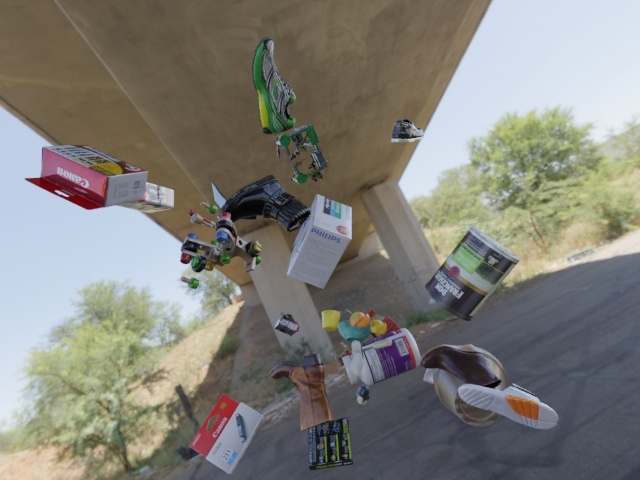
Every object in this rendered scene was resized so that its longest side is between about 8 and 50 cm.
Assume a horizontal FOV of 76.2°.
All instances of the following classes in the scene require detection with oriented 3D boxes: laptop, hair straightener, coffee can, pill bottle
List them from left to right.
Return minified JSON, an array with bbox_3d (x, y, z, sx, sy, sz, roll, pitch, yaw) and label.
[{"bbox_3d":[-0.528,-0.240,2.515,0.264,0.136,0.234,0,-24,-8],"label":"laptop"},{"bbox_3d":[-0.194,0.481,2.424,0.089,0.047,0.230,6,-29,18],"label":"hair straightener"},{"bbox_3d":[0.268,0.525,1.817,0.323,0.181,0.181,-19,-10,-4],"label":"pill bottle"},{"bbox_3d":[0.539,0.118,1.463,0.275,0.201,0.201,-57,-21,17],"label":"coffee can"}]

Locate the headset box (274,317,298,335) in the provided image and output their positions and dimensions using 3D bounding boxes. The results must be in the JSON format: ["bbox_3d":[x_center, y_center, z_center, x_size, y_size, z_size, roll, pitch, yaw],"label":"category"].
[{"bbox_3d":[-0.125,0.329,1.545,0.062,0.083,0.032,-52,15,56],"label":"headset box"}]

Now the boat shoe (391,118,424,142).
[{"bbox_3d":[0.317,-0.392,1.452,0.084,0.079,0.233,5,17,29],"label":"boat shoe"}]

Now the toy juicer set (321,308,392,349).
[{"bbox_3d":[0.163,0.332,1.540,0.209,0.089,0.329,-14,-38,28],"label":"toy juicer set"}]

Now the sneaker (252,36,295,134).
[{"bbox_3d":[-0.169,-0.586,1.556,0.146,0.343,0.134,-4,29,8],"label":"sneaker"}]

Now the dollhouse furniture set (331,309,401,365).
[{"bbox_3d":[0.265,0.587,2.315,0.374,0.152,0.201,-45,16,-12],"label":"dollhouse furniture set"}]

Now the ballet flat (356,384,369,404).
[{"bbox_3d":[0.212,0.794,2.079,0.074,0.074,0.203,-23,-32,-10],"label":"ballet flat"}]

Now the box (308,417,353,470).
[{"bbox_3d":[0.039,0.855,1.722,0.184,0.045,0.190,-10,33,4],"label":"box"}]

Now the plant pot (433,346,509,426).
[{"bbox_3d":[0.658,0.647,1.751,0.323,0.323,0.280,-27,-5,12],"label":"plant pot"}]

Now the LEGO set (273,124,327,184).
[{"bbox_3d":[-0.116,-0.474,2.214,0.255,0.331,0.192,-38,26,-11],"label":"LEGO set"}]

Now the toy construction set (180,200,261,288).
[{"bbox_3d":[-0.350,0.015,1.480,0.257,0.309,0.237,-45,-48,14],"label":"toy construction set"}]

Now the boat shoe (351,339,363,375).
[{"bbox_3d":[0.137,0.432,1.506,0.046,0.125,0.038,-10,-15,15],"label":"boat shoe"}]

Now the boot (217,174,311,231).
[{"bbox_3d":[-0.230,-0.118,1.733,0.348,0.260,0.131,-38,-12,-31],"label":"boot"}]

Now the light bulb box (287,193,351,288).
[{"bbox_3d":[0.000,0.000,2.263,0.358,0.225,0.361,-83,17,-57],"label":"light bulb box"}]

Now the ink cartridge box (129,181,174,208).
[{"bbox_3d":[-0.857,-0.211,1.975,0.172,0.100,0.237,-7,-9,24],"label":"ink cartridge box"}]

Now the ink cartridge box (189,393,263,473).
[{"bbox_3d":[-0.471,0.950,2.034,0.296,0.261,0.066,-57,-17,-30],"label":"ink cartridge box"}]

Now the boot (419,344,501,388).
[{"bbox_3d":[0.526,0.490,1.553,0.248,0.090,0.207,-11,27,-4],"label":"boot"}]

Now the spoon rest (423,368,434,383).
[{"bbox_3d":[0.608,0.611,2.042,0.084,0.137,0.276,-75,10,-51],"label":"spoon rest"}]

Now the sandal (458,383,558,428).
[{"bbox_3d":[0.542,0.454,1.183,0.265,0.102,0.076,14,35,21],"label":"sandal"}]

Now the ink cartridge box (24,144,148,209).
[{"bbox_3d":[-0.873,-0.245,1.534,0.272,0.309,0.130,-41,-28,-67],"label":"ink cartridge box"}]

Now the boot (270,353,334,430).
[{"bbox_3d":[-0.084,0.648,1.720,0.264,0.280,0.096,-18,-27,14],"label":"boot"}]
